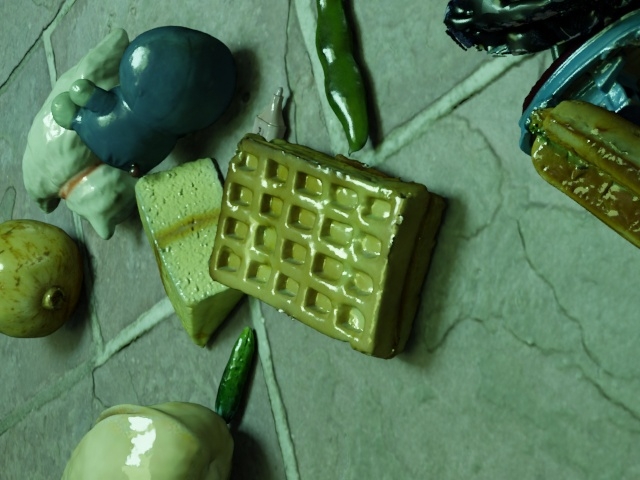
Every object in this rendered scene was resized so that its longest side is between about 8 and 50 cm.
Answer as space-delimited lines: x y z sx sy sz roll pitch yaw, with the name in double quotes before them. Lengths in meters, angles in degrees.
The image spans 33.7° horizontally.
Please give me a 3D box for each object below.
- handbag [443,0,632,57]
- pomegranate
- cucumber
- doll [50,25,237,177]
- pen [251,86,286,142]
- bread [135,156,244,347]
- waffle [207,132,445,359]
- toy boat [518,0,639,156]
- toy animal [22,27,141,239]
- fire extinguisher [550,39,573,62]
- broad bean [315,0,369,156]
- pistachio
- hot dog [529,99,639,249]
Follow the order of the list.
"handbag" 0.217 -0.286 1.016 0.229 0.127 0.207 -9 56 48
"pomegranate" -0.517 0.069 1.881 0.215 0.215 0.215 -4 84 50
"cucumber" -0.126 0.204 1.522 0.039 0.039 0.167 32 109 46
"doll" -0.244 -0.212 1.556 0.258 0.228 0.154 -45 52 23
"pen" -0.082 -0.124 1.495 0.053 0.032 0.197 35 115 46
"bread" -0.182 0.023 1.610 0.178 0.135 0.240 91 156 -57
"waffle" 0.000 0.000 1.339 0.328 0.098 0.224 22 106 43
"toy boat" 0.281 -0.149 1.014 0.223 0.100 0.097 -45 46 39
"toy animal" -0.345 -0.169 1.730 0.308 0.266 0.188 -44 60 -14
"fire extinguisher" 0.258 -0.192 1.105 0.038 0.025 0.083 -12 75 10
"broad bean" 0.022 -0.247 1.373 0.060 0.043 0.297 -21 70 37
"pistachio" -0.246 0.332 1.501 0.309 0.230 0.229 -27 68 45
"hot dog" 0.295 -0.049 0.957 0.250 0.076 0.104 39 149 19
